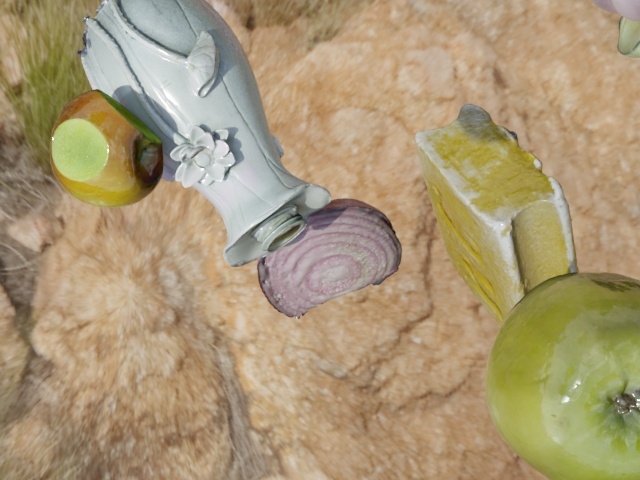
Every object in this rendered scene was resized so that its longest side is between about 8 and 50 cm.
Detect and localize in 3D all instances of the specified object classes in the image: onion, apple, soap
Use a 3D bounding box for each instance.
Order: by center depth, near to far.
[{"bbox_3d":[0.361,0.184,1.358,0.291,0.254,0.292,0,92,-1],"label":"apple"},{"bbox_3d":[-0.300,-0.128,1.506,0.147,0.146,0.163,20,101,22],"label":"apple"},{"bbox_3d":[0.308,-0.023,1.782,0.156,0.293,0.335,-27,137,-4],"label":"soap"},{"bbox_3d":[0.000,0.000,1.793,0.250,0.247,0.111,-22,51,6],"label":"onion"}]

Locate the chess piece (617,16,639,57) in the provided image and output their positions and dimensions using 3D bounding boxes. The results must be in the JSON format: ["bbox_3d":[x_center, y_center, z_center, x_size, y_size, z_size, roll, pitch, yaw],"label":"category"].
[{"bbox_3d":[0.732,-0.370,1.916,0.330,0.182,0.182,18,84,-7],"label":"chess piece"}]

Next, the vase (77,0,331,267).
[{"bbox_3d":[-0.172,-0.180,1.610,0.250,0.250,0.445,-32,75,-10],"label":"vase"}]

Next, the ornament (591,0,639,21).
[{"bbox_3d":[0.414,-0.366,1.334,0.177,0.177,0.178,1,87,-10],"label":"ornament"}]
